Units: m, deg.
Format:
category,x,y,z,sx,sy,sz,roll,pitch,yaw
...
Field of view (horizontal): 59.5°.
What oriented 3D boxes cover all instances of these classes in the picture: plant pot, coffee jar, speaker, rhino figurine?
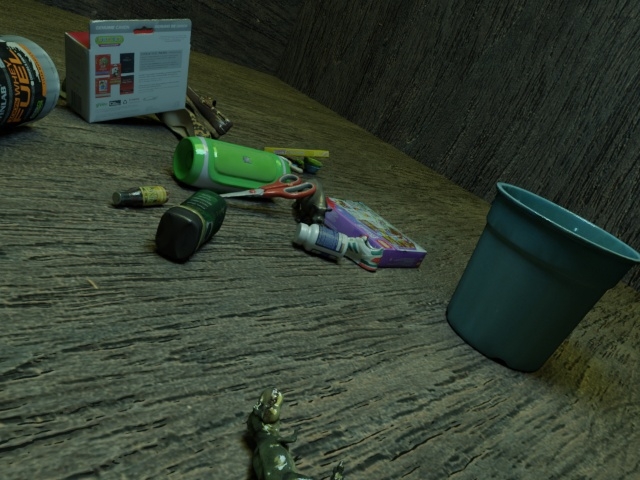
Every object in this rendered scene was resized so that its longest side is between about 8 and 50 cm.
category,x,y,z,sx,sy,sz,roll,pitch,yaw
plant pot,0.478,0.093,1.284,0.341,0.334,0.341,22,20,-8
coffee jar,-0.248,-0.033,1.083,0.079,0.096,0.184,23,19,1
speaker,-0.224,-0.186,1.454,0.297,0.131,0.131,6,27,-43
rhino figurine,-0.019,-0.089,1.482,0.073,0.106,0.243,18,21,-18

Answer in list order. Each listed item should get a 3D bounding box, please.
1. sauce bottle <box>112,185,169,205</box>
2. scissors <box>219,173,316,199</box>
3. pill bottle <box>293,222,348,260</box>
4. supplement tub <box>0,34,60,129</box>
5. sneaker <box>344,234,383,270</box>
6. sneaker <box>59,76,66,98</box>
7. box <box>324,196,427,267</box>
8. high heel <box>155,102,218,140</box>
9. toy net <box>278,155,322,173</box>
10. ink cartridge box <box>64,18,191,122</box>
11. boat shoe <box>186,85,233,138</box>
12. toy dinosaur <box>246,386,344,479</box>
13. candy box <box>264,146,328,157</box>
category,x,y,z,sx,sy,sz,roll,pitch,yaw
sauce bottle,-0.372,-0.091,1.163,0.042,0.042,0.128,33,23,20
scissors,-0.147,-0.117,1.389,0.297,0.021,0.109,-17,43,-35
pill bottle,0.000,0.000,1.339,0.120,0.067,0.067,19,21,-17
supplement tub,-0.685,-0.310,1.117,0.194,0.193,0.316,24,21,-4
sneaker,0.085,0.008,1.407,0.161,0.075,0.057,30,20,13
sneaker,-0.674,-0.452,1.645,0.064,0.086,0.192,31,20,16
box,0.131,-0.026,1.577,0.201,0.057,0.293,5,28,-46
high heel,-0.436,-0.366,1.694,0.261,0.093,0.186,33,13,-5
toy net,-0.100,-0.276,1.950,0.122,0.045,0.232,37,23,29
ink cartridge box,-0.525,-0.493,1.547,0.130,0.271,0.309,37,38,28
boat shoe,-0.349,-0.408,1.737,0.207,0.073,0.073,50,4,12
toy dinosaur,-0.020,0.281,0.624,0.118,0.064,0.268,12,25,-16
candy box,-0.085,-0.310,1.973,0.206,0.027,0.105,8,13,28
